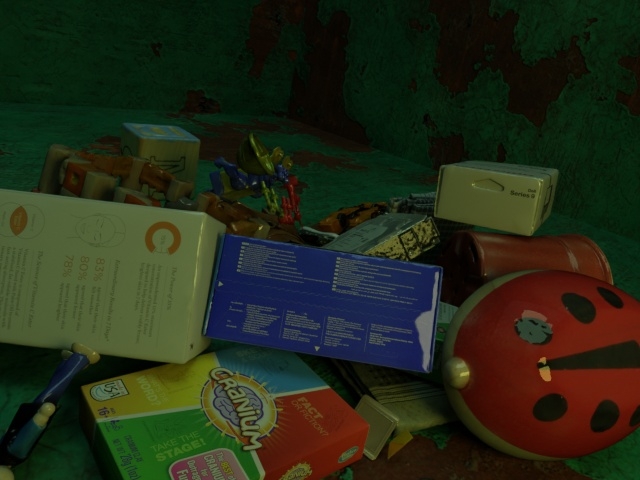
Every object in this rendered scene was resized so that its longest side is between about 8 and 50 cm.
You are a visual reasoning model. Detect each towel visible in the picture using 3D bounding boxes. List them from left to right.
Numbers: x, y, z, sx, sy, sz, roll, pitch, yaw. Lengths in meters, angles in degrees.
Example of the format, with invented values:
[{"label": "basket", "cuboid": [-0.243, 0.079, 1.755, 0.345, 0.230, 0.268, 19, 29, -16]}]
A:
[{"label": "towel", "cuboid": [0.174, 0.231, 0.924, 0.324, 0.056, 0.312, 2, 26, -29]}, {"label": "towel", "cuboid": [0.287, -0.007, 1.318, 0.283, 0.235, 0.121, -4, 32, -35]}]

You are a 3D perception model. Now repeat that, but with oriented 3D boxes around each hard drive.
[{"label": "hard drive", "cuboid": [0.038, 0.047, 0.957, 0.338, 0.064, 0.237, -28, 10, -9]}]

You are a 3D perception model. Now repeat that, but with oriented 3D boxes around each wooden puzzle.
[{"label": "wooden puzzle", "cuboid": [0.074, 0.278, 0.732, 0.116, 0.078, 0.014, 36, -13, 36]}]

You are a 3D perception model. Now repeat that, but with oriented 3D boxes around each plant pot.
[{"label": "plant pot", "cuboid": [0.398, 0.098, 1.033, 0.265, 0.273, 0.272, 9, 21, -14]}]

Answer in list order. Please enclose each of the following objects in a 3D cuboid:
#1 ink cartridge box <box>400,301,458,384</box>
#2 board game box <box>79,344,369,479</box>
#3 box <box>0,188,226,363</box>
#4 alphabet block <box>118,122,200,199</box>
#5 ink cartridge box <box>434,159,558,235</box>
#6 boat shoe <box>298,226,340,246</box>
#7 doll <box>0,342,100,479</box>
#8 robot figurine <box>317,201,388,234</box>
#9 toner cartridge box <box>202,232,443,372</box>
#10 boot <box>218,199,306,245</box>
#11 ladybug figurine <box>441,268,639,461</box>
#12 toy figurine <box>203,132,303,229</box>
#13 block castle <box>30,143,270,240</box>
[{"label": "ink cartridge box", "cuboid": [0.138, 0.155, 0.893, 0.208, 0.087, 0.153, 17, 22, 8]}, {"label": "board game box", "cuboid": [-0.129, 0.251, 0.671, 0.316, 0.064, 0.242, -7, 28, -40]}, {"label": "box", "cuboid": [-0.342, 0.051, 0.759, 0.345, 0.215, 0.168, 7, -4, 0]}, {"label": "alphabet block", "cuboid": [-0.511, -0.250, 1.555, 0.193, 0.197, 0.192, -5, 26, -37]}, {"label": "ink cartridge box", "cuboid": [0.405, -0.109, 1.119, 0.211, 0.122, 0.289, 14, 17, 29]}, {"label": "boat shoe", "cuboid": [0.000, 0.000, 1.411, 0.142, 0.049, 0.040, 16, 40, 15]}, {"label": "doll", "cuboid": [-0.342, 0.214, 0.592, 0.046, 0.129, 0.189, 42, 42, -22]}, {"label": "robot figurine", "cuboid": [0.122, -0.061, 1.532, 0.211, 0.085, 0.291, 2, 15, 30]}, {"label": "toner cartridge box", "cuboid": [0.006, 0.099, 0.778, 0.347, 0.165, 0.075, 9, -12, 2]}, {"label": "boot", "cuboid": [-0.183, -0.012, 1.286, 0.283, 0.109, 0.220, 6, 25, -34]}, {"label": "ladybug figurine", "cuboid": [0.393, 0.189, 0.779, 0.449, 0.305, 0.162, -4, -12, -26]}, {"label": "toy figurine", "cuboid": [-0.188, -0.116, 1.183, 0.217, 0.191, 0.362, -10, -6, 10]}, {"label": "block castle", "cuboid": [-0.366, -0.021, 1.049, 0.453, 0.213, 0.303, 27, 13, 20]}]
